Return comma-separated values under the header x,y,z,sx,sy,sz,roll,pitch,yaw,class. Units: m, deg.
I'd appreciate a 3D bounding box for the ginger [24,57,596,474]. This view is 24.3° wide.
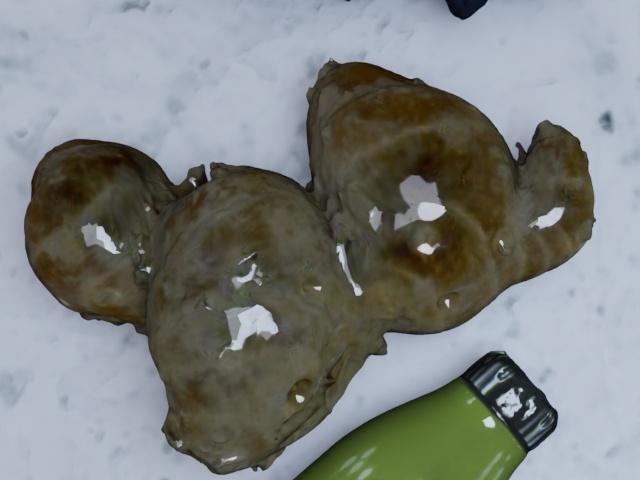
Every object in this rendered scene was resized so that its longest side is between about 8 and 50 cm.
x,y,z,sx,sy,sz,roll,pitch,yaw,class
0.000,0.000,0.987,0.375,0.176,0.256,-20,69,-1,ginger

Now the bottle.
x,y,z,sx,sy,sz,roll,pitch,yaw,class
0.044,0.180,0.994,0.260,0.112,0.112,-41,85,-3,bottle

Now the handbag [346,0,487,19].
x,y,z,sx,sy,sz,roll,pitch,yaw,class
0.035,-0.323,1.020,0.303,0.122,0.329,5,96,-7,handbag
